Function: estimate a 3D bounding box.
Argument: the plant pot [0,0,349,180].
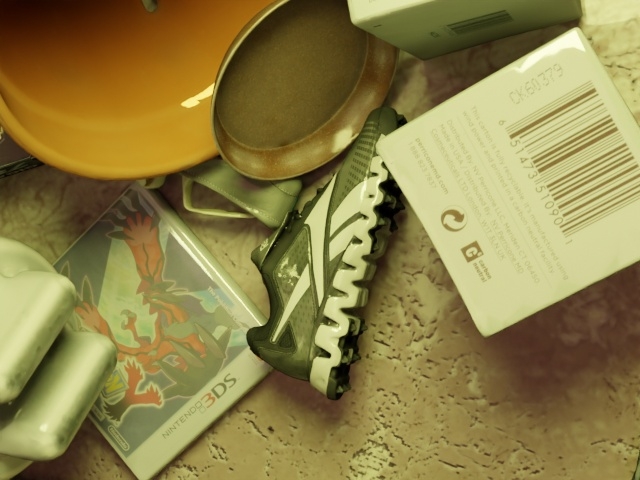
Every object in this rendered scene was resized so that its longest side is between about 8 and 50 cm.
[{"bbox_3d":[-0.147,-0.218,0.797,0.291,0.291,0.203,-50,54,13],"label":"plant pot"}]

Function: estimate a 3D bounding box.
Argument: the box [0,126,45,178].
[{"bbox_3d":[-0.418,-0.165,0.943,0.296,0.073,0.293,-18,93,5],"label":"box"}]

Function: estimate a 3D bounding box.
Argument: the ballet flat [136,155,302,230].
[{"bbox_3d":[-0.119,-0.064,0.900,0.213,0.072,0.068,22,104,13],"label":"ballet flat"}]

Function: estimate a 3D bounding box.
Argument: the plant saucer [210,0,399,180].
[{"bbox_3d":[-0.015,-0.122,0.814,0.168,0.168,0.029,-54,52,12],"label":"plant saucer"}]

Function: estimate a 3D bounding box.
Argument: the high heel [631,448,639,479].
[{"bbox_3d":[0.335,0.267,0.792,0.261,0.093,0.186,15,109,12],"label":"high heel"}]

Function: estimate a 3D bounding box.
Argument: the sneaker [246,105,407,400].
[{"bbox_3d":[0.000,0.000,0.851,0.106,0.078,0.234,15,89,14],"label":"sneaker"}]

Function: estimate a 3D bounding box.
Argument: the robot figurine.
[{"bbox_3d":[-0.344,0.093,0.892,0.354,0.199,0.299,2,132,28],"label":"robot figurine"}]

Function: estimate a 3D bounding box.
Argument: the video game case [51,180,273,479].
[{"bbox_3d":[-0.154,0.079,0.943,0.183,0.023,0.201,-43,81,14],"label":"video game case"}]

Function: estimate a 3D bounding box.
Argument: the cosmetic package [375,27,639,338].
[{"bbox_3d":[0.154,-0.041,0.763,0.151,0.184,0.151,-29,85,15],"label":"cosmetic package"}]

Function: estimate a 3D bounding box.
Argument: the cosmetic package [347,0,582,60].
[{"bbox_3d":[0.090,-0.260,0.747,0.138,0.224,0.224,-13,90,17],"label":"cosmetic package"}]
